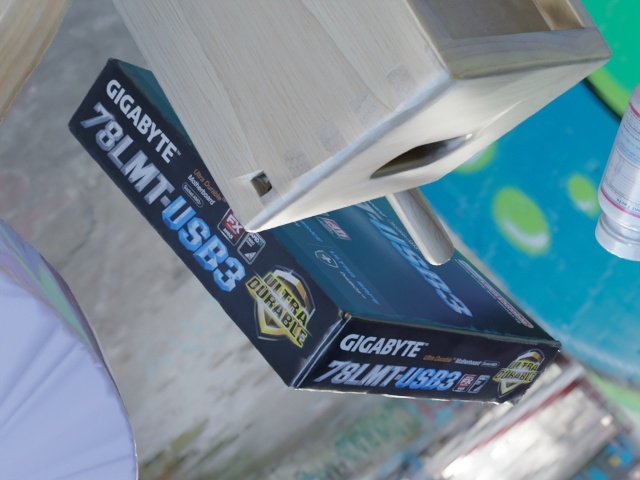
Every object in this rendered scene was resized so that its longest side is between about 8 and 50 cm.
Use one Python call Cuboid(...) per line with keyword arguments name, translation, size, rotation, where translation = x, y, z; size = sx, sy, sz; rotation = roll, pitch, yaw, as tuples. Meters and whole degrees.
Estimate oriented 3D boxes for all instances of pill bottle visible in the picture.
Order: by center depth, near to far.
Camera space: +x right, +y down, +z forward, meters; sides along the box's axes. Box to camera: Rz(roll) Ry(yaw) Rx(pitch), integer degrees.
Cuboid(name="pill bottle", translation=(0.312, -0.064, 1.352), size=(0.087, 0.087, 0.160), rotation=(-26, 140, -42))

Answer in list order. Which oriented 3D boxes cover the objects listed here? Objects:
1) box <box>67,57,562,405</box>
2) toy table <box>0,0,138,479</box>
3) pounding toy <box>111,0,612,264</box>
Cuboid(name="box", translation=(0.000, 0.000, 1.074), size=(0.293, 0.295, 0.073), rotation=(12, 119, -52))
Cuboid(name="toy table", translation=(-0.170, 0.008, 0.432), size=(0.252, 0.161, 0.274), rotation=(-23, 143, -6))
Cuboid(name="pounding toy", translation=(0.008, -0.060, 0.412), size=(0.100, 0.130, 0.141), rotation=(-35, 171, 30))
